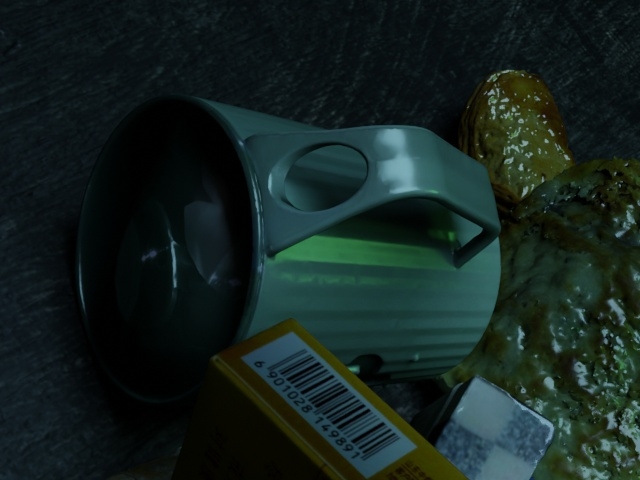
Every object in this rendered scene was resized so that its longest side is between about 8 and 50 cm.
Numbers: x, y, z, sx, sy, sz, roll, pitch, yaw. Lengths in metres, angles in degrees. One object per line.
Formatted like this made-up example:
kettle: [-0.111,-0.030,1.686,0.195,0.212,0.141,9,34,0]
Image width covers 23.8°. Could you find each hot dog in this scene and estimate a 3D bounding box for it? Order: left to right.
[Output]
hot dog: [0.274,-0.110,2.079,0.175,0.114,0.259,8,53,-28]

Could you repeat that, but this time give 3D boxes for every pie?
pie: [0.316,0.109,1.813,0.395,0.180,0.418,37,72,26]

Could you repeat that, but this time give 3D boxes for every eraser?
eraser: [0.137,0.218,1.530,0.096,0.404,0.098,31,78,3]

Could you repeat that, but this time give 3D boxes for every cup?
cup: [-0.005,0.024,1.582,0.392,0.401,0.310,4,95,-41]

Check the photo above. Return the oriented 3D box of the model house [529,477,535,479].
model house: [0.251,0.389,1.583,0.252,0.329,0.295,-54,135,-8]

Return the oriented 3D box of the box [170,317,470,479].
box: [0.044,0.302,1.344,0.415,0.264,0.116,40,40,25]

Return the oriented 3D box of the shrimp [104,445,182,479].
shrimp: [-0.147,0.275,1.516,0.223,0.047,0.126,-20,78,-42]
